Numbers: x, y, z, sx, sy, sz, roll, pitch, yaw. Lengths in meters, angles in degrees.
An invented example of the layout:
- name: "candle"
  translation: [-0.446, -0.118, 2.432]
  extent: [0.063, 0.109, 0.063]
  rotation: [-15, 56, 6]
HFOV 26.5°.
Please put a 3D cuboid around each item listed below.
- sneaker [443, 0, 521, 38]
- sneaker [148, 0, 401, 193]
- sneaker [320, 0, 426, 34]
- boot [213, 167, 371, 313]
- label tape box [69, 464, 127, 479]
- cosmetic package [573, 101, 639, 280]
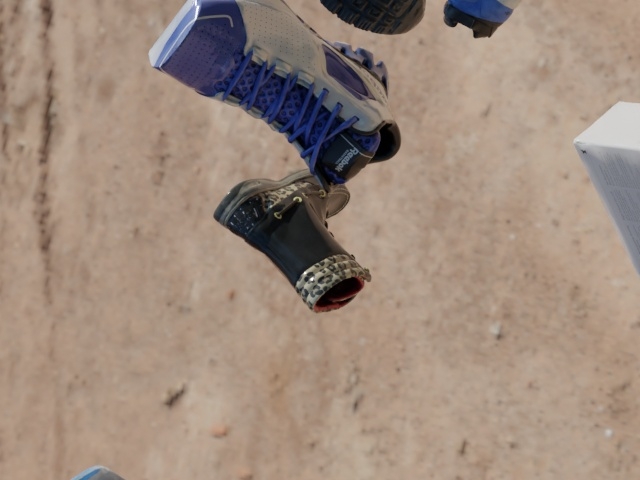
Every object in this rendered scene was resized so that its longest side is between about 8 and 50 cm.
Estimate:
- name: "sneaker"
  translation: [0.161, -0.306, 1.646]
  extent: [0.084, 0.152, 0.058]
  rotation: [-53, 3, 24]
- name: "sneaker"
  translation: [-0.018, -0.159, 1.504]
  extent: [0.127, 0.315, 0.182]
  rotation: [-51, 42, 26]
- name: "sneaker"
  translation: [0.010, -0.326, 1.375]
  extent: [0.109, 0.130, 0.286]
  rotation: [-42, 84, 21]
- name: "boot"
  translation: [-0.001, 0.001, 1.635]
  extent: [0.178, 0.236, 0.085]
  rotation: [46, 118, 21]
- name: "label tape box"
  translation: [-0.110, 0.199, 0.652]
  extent: [0.115, 0.347, 0.249]
  rotation: [-58, 10, -27]
- name: "cosmetic package"
  translation: [0.286, 0.009, 1.022]
  extent: [0.060, 0.239, 0.099]
  rotation: [-41, 26, -20]
